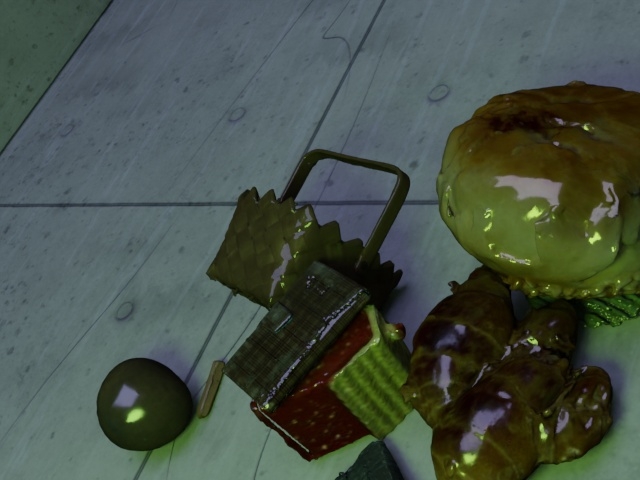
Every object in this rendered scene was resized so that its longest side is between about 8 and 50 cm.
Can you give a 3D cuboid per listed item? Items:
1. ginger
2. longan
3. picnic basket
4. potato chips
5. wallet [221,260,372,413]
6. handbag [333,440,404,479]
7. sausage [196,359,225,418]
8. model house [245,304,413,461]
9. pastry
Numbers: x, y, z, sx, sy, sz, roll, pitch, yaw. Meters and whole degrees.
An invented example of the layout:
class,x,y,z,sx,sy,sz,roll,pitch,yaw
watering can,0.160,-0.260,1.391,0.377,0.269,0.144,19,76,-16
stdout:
class,x,y,z,sx,sy,sz,roll,pitch,yaw
ginger,0.252,0.192,1.216,0.274,0.152,0.357,-29,42,13
longan,-0.327,0.301,1.569,0.189,0.189,0.189,-21,43,21
picnic basket,0.000,0.000,1.484,0.254,0.291,0.321,17,77,46
potato chips,0.391,0.091,1.301,0.092,0.028,0.207,-50,39,-11
wallet,-0.036,0.139,1.274,0.124,0.042,0.230,30,76,42
handbag,0.032,0.426,1.237,0.270,0.088,0.175,-45,32,-5
sausage,-0.206,0.278,1.595,0.026,0.026,0.116,-8,50,33
model house,0.038,0.211,1.335,0.254,0.196,0.160,-22,43,18
pastry,0.370,-0.069,1.251,0.409,0.245,0.409,-3,34,2
